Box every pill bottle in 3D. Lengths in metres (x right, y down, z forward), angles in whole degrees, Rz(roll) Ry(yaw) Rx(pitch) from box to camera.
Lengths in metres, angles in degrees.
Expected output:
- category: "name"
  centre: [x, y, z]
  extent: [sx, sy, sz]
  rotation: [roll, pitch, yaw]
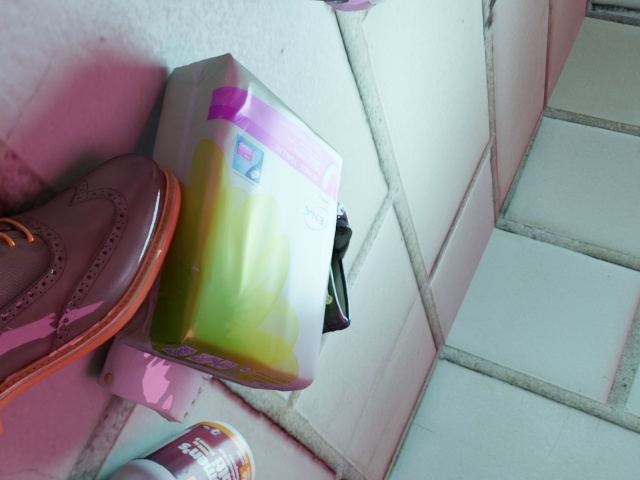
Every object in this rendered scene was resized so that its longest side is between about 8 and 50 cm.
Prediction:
- category: "pill bottle"
  centre: [-0.185, 0.311, 0.870]
  extent: [0.221, 0.121, 0.121]
  rotation: [-15, 121, -63]

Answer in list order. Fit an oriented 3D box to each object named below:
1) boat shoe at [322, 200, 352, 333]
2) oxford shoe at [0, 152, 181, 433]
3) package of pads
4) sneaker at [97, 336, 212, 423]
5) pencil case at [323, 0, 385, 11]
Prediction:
- category: "boat shoe"
  centre: [0.000, 0.000, 0.938]
  extent: [0.114, 0.091, 0.303]
  rotation: [54, 29, -48]
- category: "oxford shoe"
  centre: [-0.240, 0.032, 0.541]
  extent: [0.364, 0.129, 0.133]
  rotation: [-55, 144, -35]
- category: "package of pads"
  centre: [-0.079, -0.005, 0.748]
  extent: [0.229, 0.101, 0.297]
  rotation: [35, 56, -52]
- category: "sneaker"
  centre: [-0.144, 0.132, 0.860]
  extent: [0.292, 0.108, 0.169]
  rotation: [24, 87, -57]
- category: "pencil case"
  centre: [-0.022, -0.337, 0.698]
  extent: [0.386, 0.167, 0.160]
  rotation: [-12, 86, -63]
